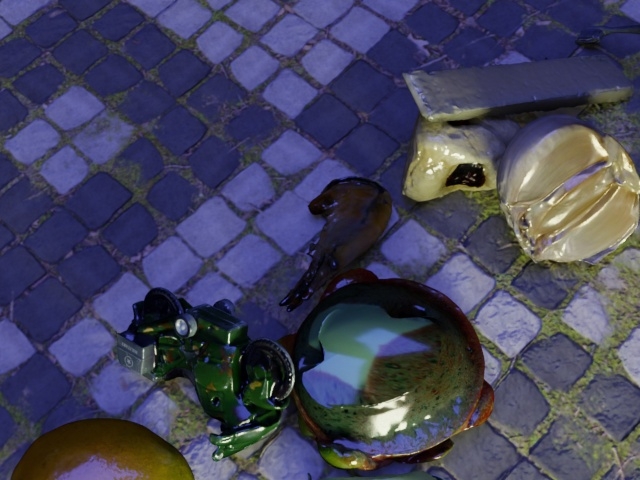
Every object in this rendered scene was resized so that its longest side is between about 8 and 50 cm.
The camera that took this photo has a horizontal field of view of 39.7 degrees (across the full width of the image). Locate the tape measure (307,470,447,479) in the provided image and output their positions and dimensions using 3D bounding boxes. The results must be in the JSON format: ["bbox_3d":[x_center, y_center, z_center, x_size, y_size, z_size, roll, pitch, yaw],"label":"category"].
[{"bbox_3d":[0.080,0.345,1.044,0.178,0.087,0.154,-6,62,0],"label":"tape measure"}]

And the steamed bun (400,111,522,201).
[{"bbox_3d":[0.206,-0.136,1.260,0.155,0.141,0.172,14,60,1],"label":"steamed bun"}]

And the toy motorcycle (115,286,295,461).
[{"bbox_3d":[-0.145,0.171,1.131,0.275,0.187,0.125,23,25,33],"label":"toy motorcycle"}]

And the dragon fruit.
[{"bbox_3d":[0.073,0.162,1.125,0.295,0.130,0.268,5,68,8],"label":"dragon fruit"}]

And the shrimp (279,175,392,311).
[{"bbox_3d":[0.005,0.008,1.245,0.117,0.066,0.262,22,51,32],"label":"shrimp"}]

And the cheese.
[{"bbox_3d":[0.292,-0.218,1.256,0.400,0.034,0.085,-10,59,-30],"label":"cheese"}]

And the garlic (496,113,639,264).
[{"bbox_3d":[0.316,-0.079,1.187,0.178,0.229,0.143,-37,38,10],"label":"garlic"}]

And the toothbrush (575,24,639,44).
[{"bbox_3d":[0.490,-0.300,1.272,0.031,0.023,0.321,-53,29,-12],"label":"toothbrush"}]

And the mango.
[{"bbox_3d":[-0.268,0.293,1.092,0.221,0.120,0.151,-9,65,-7],"label":"mango"}]
